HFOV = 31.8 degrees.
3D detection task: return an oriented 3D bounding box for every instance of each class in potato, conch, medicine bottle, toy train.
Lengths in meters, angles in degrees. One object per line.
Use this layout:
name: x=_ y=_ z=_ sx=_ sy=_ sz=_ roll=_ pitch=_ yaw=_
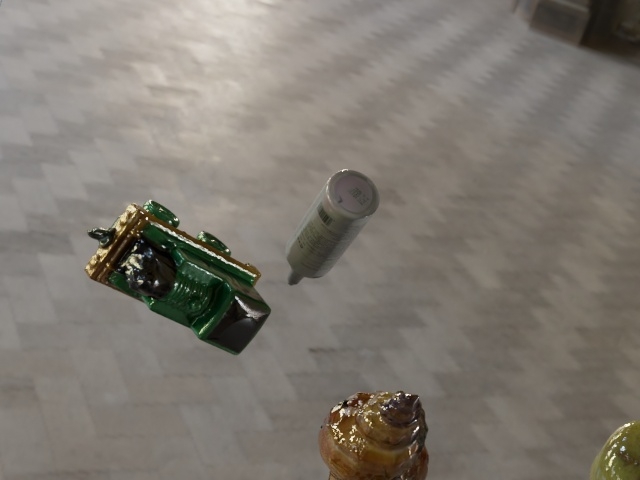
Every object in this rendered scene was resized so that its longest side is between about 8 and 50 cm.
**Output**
potato: x=0.488 y=0.360 z=1.630 sx=0.194 sy=0.157 sz=0.157 roll=45 pitch=35 yaw=19
conch: x=0.043 y=0.169 z=0.879 sx=0.086 sy=0.232 sz=0.080 roll=21 pitch=63 yaw=17
medicine bottle: x=0.000 y=0.000 z=1.161 sx=0.058 sy=0.199 sz=0.057 roll=9 pitch=59 yaw=-16
toy train: x=-0.141 y=0.042 z=1.167 sx=0.228 sy=0.091 sz=0.136 roll=31 pitch=9 yaw=-43

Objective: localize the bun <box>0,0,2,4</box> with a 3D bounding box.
bun: x=-0.205 y=-0.142 z=0.582 sx=0.083 sy=0.140 sz=0.141 roll=29 pitch=25 yaw=-6
